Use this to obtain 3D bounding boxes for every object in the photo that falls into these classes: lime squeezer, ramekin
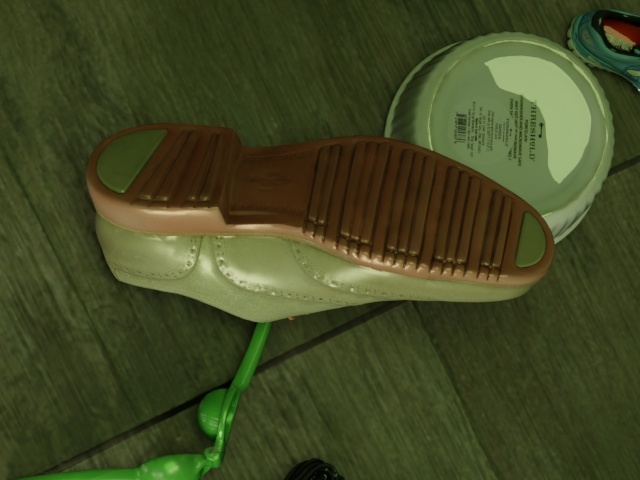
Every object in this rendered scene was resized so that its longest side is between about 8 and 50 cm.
[{"bbox_3d":[-0.119,0.157,1.646,0.310,0.059,0.110,-40,57,-11],"label":"lime squeezer"},{"bbox_3d":[0.164,-0.089,1.682,0.207,0.109,0.207,1,83,-8],"label":"ramekin"}]

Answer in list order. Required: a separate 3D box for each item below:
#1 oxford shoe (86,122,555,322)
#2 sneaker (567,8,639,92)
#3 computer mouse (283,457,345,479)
[{"bbox_3d":[0.000,0.000,1.611,0.397,0.146,0.140,11,45,10],"label":"oxford shoe"},{"bbox_3d":[0.308,-0.167,1.730,0.162,0.073,0.063,21,80,-5],"label":"sneaker"},{"bbox_3d":[0.007,0.319,1.580,0.184,0.060,0.262,-16,83,-48],"label":"computer mouse"}]
